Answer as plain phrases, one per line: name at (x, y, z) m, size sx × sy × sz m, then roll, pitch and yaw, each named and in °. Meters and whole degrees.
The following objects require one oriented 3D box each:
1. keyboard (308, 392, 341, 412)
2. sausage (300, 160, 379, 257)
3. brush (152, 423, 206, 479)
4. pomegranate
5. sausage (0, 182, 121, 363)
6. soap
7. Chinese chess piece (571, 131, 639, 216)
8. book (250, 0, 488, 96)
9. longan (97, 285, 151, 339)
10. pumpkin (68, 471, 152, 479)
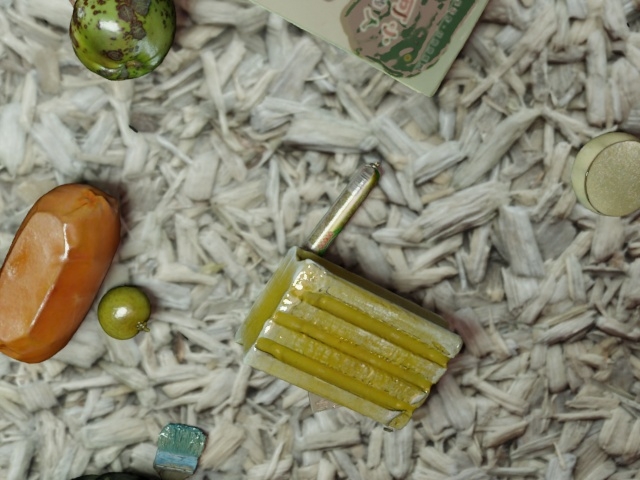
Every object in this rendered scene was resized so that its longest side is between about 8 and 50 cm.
keyboard at (0.063, 0.215, 1.522) m, size 0.166 × 0.017 × 0.055 m, roll -12°, pitch 108°, yaw -8°
sausage at (0.000, 0.000, 1.415) m, size 0.033 × 0.033 × 0.269 m, roll 32°, pitch 101°, yaw -21°
brush at (-0.223, 0.358, 1.512) m, size 0.070 × 0.021 × 0.196 m, roll 12°, pitch 108°, yaw -15°
pomegranate at (-0.253, -0.262, 1.211) m, size 0.163 × 0.138 × 0.125 m, roll 26°, pitch 68°, yaw 0°
sausage at (-0.340, 0.043, 1.308) m, size 0.133 × 0.133 × 0.258 m, roll 23°, pitch 104°, yaw -19°
soap at (0.039, 0.140, 1.420) m, size 0.274 × 0.089 × 0.173 m, roll 28°, pitch 104°, yaw -25°
Chinese chess piece at (0.418, -0.094, 1.461) m, size 0.122 × 0.051 × 0.122 m, roll -5°, pitch 110°, yaw -12°
book at (0.048, -0.371, 1.278) m, size 0.371 × 0.043 × 0.260 m, roll 25°, pitch 103°, yaw -19°
longan at (-0.258, 0.100, 1.373) m, size 0.075 × 0.083 × 0.075 m, roll -38°, pitch 152°, yaw -24°
pumpkin at (-0.300, 0.478, 1.398) m, size 0.323 × 0.241 × 0.323 m, roll 1°, pitch 74°, yaw -4°
